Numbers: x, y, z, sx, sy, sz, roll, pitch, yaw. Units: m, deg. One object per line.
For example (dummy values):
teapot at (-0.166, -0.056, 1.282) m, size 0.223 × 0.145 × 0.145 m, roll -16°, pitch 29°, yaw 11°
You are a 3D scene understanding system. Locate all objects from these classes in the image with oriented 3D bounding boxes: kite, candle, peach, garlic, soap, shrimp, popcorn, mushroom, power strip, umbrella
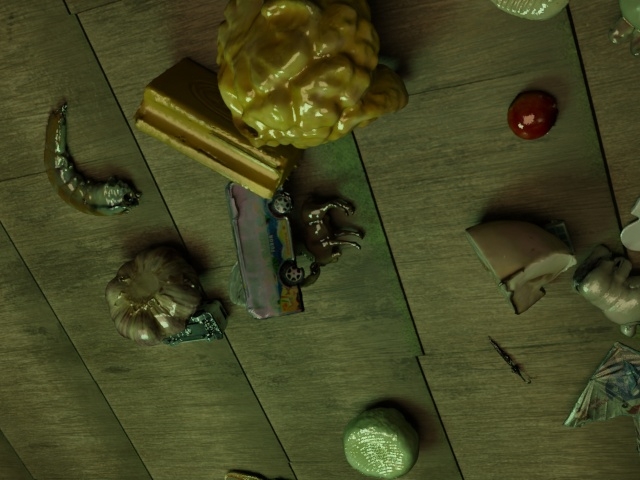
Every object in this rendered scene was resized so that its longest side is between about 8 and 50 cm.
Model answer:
kite at (0.688, 0.358, 1.823) m, size 0.335 × 0.011 × 0.314 m, roll -15°, pitch 106°, yaw 20°
candle at (-0.145, 0.086, 1.902) m, size 0.068 × 0.168 × 0.192 m, roll 9°, pitch 129°, yaw -26°
peach at (0.389, -0.225, 1.547) m, size 0.098 × 0.061 × 0.098 m, roll 13°, pitch 123°, yaw 21°
garlic at (-0.395, 0.139, 2.018) m, size 0.244 × 0.245 × 0.160 m, roll 7°, pitch 157°, yaw 17°
soap at (-0.188, -0.228, 1.686) m, size 0.324 × 0.204 × 0.096 m, roll 29°, pitch 125°, yaw 0°
shrimp at (-0.567, -0.164, 1.978) m, size 0.185 × 0.068 × 0.287 m, roll -27°, pitch 99°, yaw 30°
popcorn at (-0.007, -0.321, 1.509) m, size 0.381 × 0.349 × 0.349 m, roll 17°, pitch 140°, yaw -41°
mushroom at (0.400, 0.019, 1.680) m, size 0.162 × 0.173 × 0.236 m, roll -29°, pitch 152°, yaw 5°
power strip at (0.483, -0.001, 1.689) m, size 0.040 × 0.016 × 0.090 m, roll -13°, pitch 116°, yaw 28°
umbrella at (0.423, 0.272, 1.899) m, size 0.149 × 0.022 × 0.022 m, roll 46°, pitch 150°, yaw -4°

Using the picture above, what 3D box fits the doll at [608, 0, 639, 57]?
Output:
doll at (0.570, -0.418, 1.322) m, size 0.155 × 0.113 × 0.275 m, roll 37°, pitch 135°, yaw 6°

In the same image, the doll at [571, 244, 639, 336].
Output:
doll at (0.594, 0.102, 1.668) m, size 0.192 × 0.095 × 0.149 m, roll 31°, pitch 126°, yaw 3°

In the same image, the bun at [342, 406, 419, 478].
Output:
bun at (0.153, 0.501, 2.096) m, size 0.195 × 0.118 × 0.195 m, roll 7°, pitch 119°, yaw 13°

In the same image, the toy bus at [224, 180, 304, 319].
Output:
toy bus at (-0.119, 0.006, 1.789) m, size 0.137 × 0.112 × 0.317 m, roll -12°, pitch 93°, yaw -16°

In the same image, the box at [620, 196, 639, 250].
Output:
box at (0.684, 0.006, 1.495) m, size 0.291 × 0.206 × 0.262 m, roll -14°, pitch 116°, yaw 26°

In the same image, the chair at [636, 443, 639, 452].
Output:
chair at (0.818, 0.506, 1.873) m, size 0.212 × 0.101 × 0.084 m, roll 52°, pitch 135°, yaw 31°

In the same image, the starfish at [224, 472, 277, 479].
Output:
starfish at (-0.155, 0.731, 2.421) m, size 0.247 × 0.050 × 0.138 m, roll 10°, pitch 126°, yaw 24°

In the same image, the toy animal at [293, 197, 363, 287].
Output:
toy animal at (0.000, 0.000, 1.844) m, size 0.186 × 0.094 × 0.214 m, roll -10°, pitch 119°, yaw 16°

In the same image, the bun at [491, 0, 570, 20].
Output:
bun at (0.339, -0.477, 1.351) m, size 0.231 × 0.133 × 0.231 m, roll 31°, pitch 150°, yaw 21°

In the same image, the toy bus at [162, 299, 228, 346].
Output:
toy bus at (-0.325, 0.204, 2.101) m, size 0.193 × 0.089 × 0.087 m, roll -11°, pitch 119°, yaw 27°
